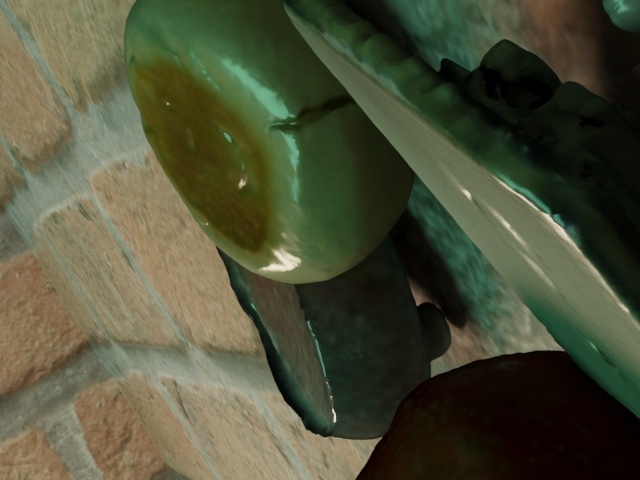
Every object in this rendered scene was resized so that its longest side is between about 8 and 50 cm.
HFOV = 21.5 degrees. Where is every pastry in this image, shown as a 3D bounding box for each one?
[{"bbox_3d":[-0.019,-0.058,0.756,0.156,0.092,0.156,46,159,24],"label":"pastry"}]

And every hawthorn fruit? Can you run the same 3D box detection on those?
[{"bbox_3d":[0.097,0.134,0.658,0.194,0.157,0.157,43,161,41],"label":"hawthorn fruit"}]

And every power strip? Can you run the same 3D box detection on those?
[{"bbox_3d":[0.094,-0.003,0.528,0.213,0.064,0.198,48,180,-32],"label":"power strip"}]

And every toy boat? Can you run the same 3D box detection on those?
[{"bbox_3d":[0.000,0.000,0.903,0.155,0.085,0.227,97,150,-57],"label":"toy boat"}]

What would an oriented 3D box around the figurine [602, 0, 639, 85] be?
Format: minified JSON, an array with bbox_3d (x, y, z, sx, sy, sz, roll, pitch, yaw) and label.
[{"bbox_3d":[0.126,-0.024,0.427,0.129,0.054,0.072,63,153,7],"label":"figurine"}]
